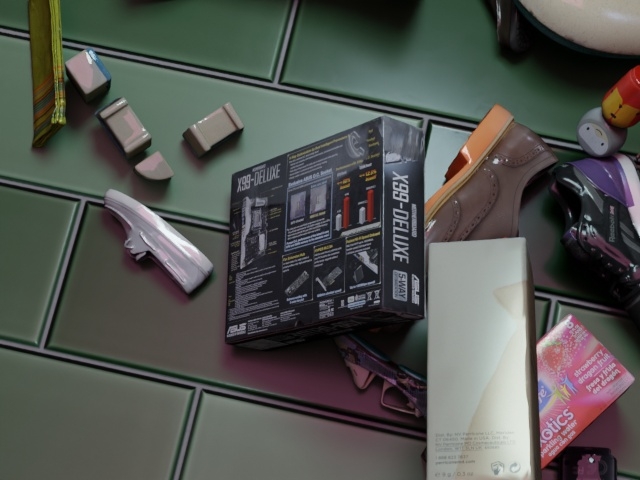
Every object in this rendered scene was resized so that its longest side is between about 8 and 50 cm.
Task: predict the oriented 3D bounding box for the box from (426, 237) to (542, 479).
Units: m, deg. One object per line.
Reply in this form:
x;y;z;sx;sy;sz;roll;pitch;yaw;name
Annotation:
0.193;0.164;1.479;0.121;0.148;0.311;-4;61;13;box

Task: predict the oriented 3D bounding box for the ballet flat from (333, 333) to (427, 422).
0.084;0.181;1.652;0.188;0.070;0.070;31;77;12;ballet flat

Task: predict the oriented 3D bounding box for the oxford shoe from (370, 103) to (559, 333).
0.191;-0.011;1.672;0.133;0.130;0.363;34;77;3;oxford shoe

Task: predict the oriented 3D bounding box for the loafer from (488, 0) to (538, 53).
0.267;-0.370;1.807;0.078;0.080;0.220;-9;72;32;loafer

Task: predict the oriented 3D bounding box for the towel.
-0.391;-0.256;1.765;0.021;0.102;0.237;5;71;-34;towel

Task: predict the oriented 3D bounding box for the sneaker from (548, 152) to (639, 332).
0.382;0.022;1.660;0.124;0.107;0.283;-8;64;-19;sneaker

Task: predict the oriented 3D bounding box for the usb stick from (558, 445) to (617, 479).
0.340;0.403;1.592;0.077;0.045;0.278;1;74;8;usb stick

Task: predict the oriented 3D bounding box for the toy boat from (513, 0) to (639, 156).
0.383;-0.272;1.712;0.267;0.148;0.318;9;54;-17;toy boat

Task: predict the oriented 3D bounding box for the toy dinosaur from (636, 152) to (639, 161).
0.498;-0.096;1.728;0.092;0.053;0.183;-19;75;-6;toy dinosaur

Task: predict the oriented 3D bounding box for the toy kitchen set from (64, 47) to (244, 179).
-0.231;-0.198;1.753;0.166;0.122;0.207;-35;97;-9;toy kitchen set

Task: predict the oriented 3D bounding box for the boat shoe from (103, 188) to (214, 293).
-0.233;0.003;1.708;0.184;0.066;0.063;39;77;1;boat shoe

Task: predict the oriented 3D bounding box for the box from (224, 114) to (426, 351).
0.000;0.000;1.593;0.076;0.307;0.242;15;68;-39;box

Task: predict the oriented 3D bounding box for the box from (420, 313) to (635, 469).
0.261;0.228;1.600;0.257;0.128;0.122;-41;78;-9;box
